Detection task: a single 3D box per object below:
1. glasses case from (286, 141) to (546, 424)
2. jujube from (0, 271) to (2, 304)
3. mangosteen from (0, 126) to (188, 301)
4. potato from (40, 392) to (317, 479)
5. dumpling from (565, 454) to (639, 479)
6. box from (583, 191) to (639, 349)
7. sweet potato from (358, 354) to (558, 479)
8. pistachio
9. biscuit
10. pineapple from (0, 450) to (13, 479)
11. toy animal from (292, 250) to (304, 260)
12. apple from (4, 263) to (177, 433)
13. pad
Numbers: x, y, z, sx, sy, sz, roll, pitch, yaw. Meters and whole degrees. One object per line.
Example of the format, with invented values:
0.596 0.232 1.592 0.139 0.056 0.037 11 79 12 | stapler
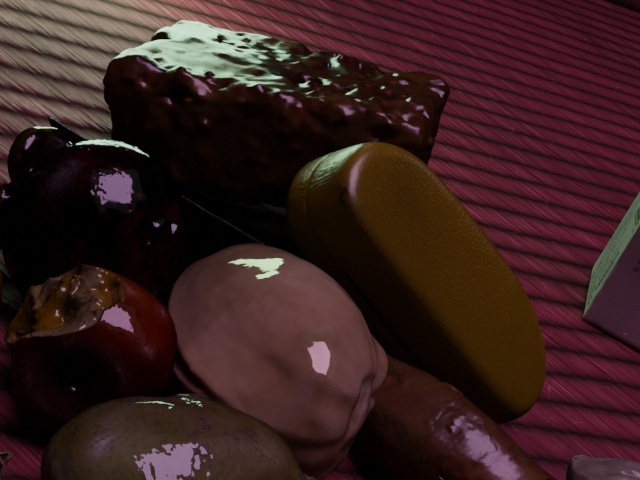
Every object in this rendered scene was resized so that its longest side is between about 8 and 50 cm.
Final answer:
0.105 0.046 1.901 0.371 0.141 0.173 51 46 -22 | glasses case
-0.376 0.057 1.406 0.216 0.216 0.342 31 9 4 | jujube
-0.233 -0.007 1.699 0.210 0.210 0.210 25 24 -12 | mangosteen
-0.114 0.213 1.439 0.251 0.159 0.174 -1 63 -31 | potato
0.308 0.282 1.719 0.136 0.118 0.199 38 6 -29 | dumpling
0.493 -0.005 2.427 0.116 0.274 0.203 29 22 2 | box
0.105 0.201 1.753 0.336 0.131 0.131 39 25 23 | sweet potato
-0.055 0.114 1.658 0.214 0.193 0.318 6 21 -31 | pistachio
-0.047 -0.148 2.112 0.395 0.166 0.342 13 19 7 | biscuit
-0.300 0.165 1.426 0.114 0.077 0.114 42 27 -4 | pineapple
0.031 0.006 2.094 0.206 0.081 0.367 19 17 -11 | toy animal
-0.209 0.099 1.555 0.147 0.156 0.158 30 20 -14 | apple
-0.136 -0.011 1.876 0.367 0.007 0.247 31 -12 2 | pad
